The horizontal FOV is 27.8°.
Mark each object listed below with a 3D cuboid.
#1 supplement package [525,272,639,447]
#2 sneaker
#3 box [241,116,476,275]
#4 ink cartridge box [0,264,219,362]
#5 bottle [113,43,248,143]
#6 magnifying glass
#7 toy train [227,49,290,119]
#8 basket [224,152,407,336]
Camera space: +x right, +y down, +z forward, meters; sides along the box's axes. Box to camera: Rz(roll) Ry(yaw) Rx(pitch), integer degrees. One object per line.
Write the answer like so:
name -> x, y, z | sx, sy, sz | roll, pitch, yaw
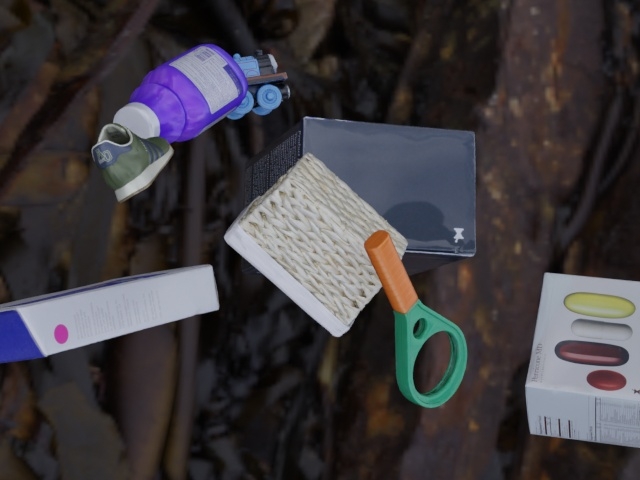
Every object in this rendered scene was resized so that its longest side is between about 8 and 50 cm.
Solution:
supplement package -> 0.407, 0.170, 1.832 | 0.149, 0.203, 0.194 | 73, 27, -54
sneaker -> -0.245, -0.119, 1.665 | 0.086, 0.064, 0.192 | 56, 16, -15
box -> 0.052, -0.057, 2.195 | 0.294, 0.395, 0.212 | 4, 82, -17
ink cartridge box -> -0.292, 0.086, 1.410 | 0.371, 0.176, 0.069 | -8, 89, -56
bottle -> -0.212, -0.209, 1.940 | 0.118, 0.092, 0.283 | 48, 32, -3
magnifying glass -> 0.095, 0.082, 1.330 | 0.092, 0.026, 0.231 | -45, 132, -24
toy train -> -0.143, -0.254, 2.126 | 0.184, 0.080, 0.105 | -11, 89, -16
basket -> 0.000, 0.000, 1.387 | 0.167, 0.103, 0.113 | 41, 24, -4
